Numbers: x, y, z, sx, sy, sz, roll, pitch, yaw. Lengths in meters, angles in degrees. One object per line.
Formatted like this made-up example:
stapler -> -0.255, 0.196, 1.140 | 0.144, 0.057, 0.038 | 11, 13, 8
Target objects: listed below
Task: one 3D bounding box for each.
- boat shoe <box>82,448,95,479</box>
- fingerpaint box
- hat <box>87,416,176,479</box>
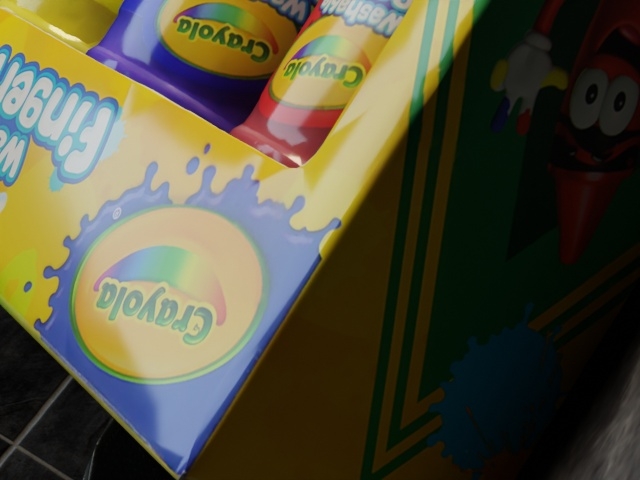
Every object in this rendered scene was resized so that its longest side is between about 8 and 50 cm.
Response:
boat shoe -> -0.226, 0.342, 1.319 | 0.500, 0.156, 0.187 | -82, 19, -51
fingerpaint box -> -0.020, -0.106, 0.746 | 0.371, 0.163, 0.445 | -58, 37, 0
hat -> -0.085, 0.243, 1.023 | 0.331, 0.134, 0.331 | 15, -90, -81
